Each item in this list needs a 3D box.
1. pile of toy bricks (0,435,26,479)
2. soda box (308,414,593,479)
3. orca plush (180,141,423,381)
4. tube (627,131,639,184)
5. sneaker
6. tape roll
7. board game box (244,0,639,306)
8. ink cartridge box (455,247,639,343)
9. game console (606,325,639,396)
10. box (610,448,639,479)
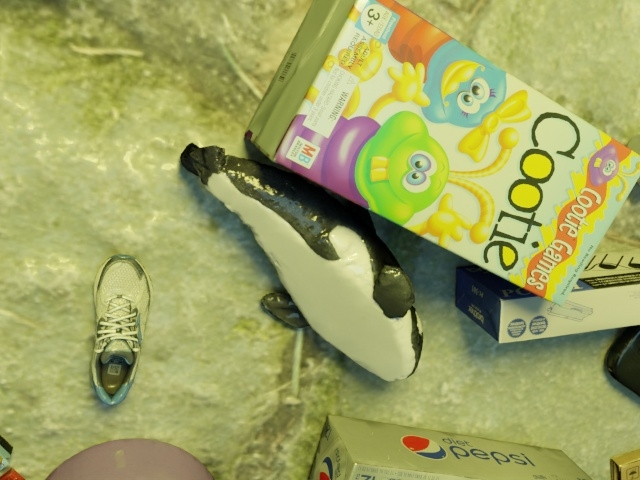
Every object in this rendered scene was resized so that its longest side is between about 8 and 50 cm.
[{"bbox_3d":[-0.336,0.203,0.618,0.118,0.105,0.212,-38,111,-2],"label":"pile of toy bricks"},{"bbox_3d":[0.137,0.255,0.761,0.287,0.098,0.091,12,101,-18],"label":"soda box"},{"bbox_3d":[0.000,0.000,0.678,0.287,0.102,0.151,37,139,-11],"label":"orca plush"},{"bbox_3d":[0.423,-0.113,0.753,0.240,0.062,0.070,-18,144,-14],"label":"tube"},{"bbox_3d":[-0.171,0.080,0.651,0.052,0.058,0.135,3,104,-16],"label":"sneaker"},{"bbox_3d":[-0.178,0.286,0.698,0.189,0.080,0.188,-4,106,-14],"label":"tape roll"},{"bbox_3d":[0.099,-0.078,0.630,0.275,0.142,0.144,25,98,-20],"label":"board game box"},{"bbox_3d":[0.246,0.050,0.730,0.207,0.097,0.046,-5,107,-13],"label":"ink cartridge box"},{"bbox_3d":[0.497,0.104,0.773,0.250,0.173,0.293,34,95,-21],"label":"game console"},{"bbox_3d":[0.441,0.304,0.897,0.201,0.021,0.164,-13,109,-11],"label":"box"}]
